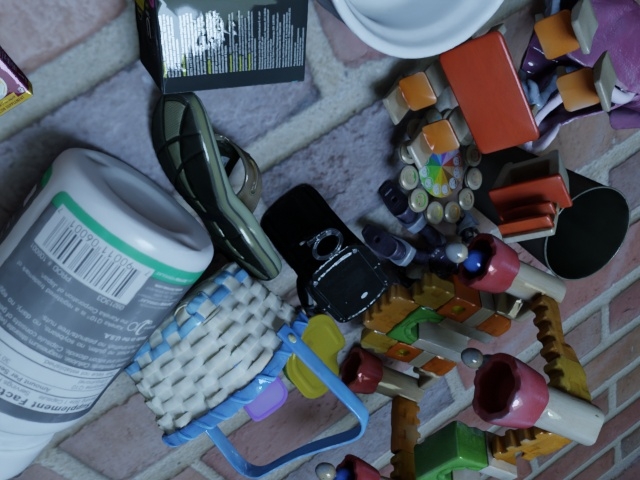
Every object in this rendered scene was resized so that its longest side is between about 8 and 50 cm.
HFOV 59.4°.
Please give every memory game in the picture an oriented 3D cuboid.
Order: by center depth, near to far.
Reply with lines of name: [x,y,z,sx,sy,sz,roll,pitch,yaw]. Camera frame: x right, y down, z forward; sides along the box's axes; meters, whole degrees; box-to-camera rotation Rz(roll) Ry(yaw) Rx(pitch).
memory game: [0.193,-0.116,0.885,0.186,0.012,0.186,-1,92,-34]

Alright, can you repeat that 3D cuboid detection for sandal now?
sandal: [-0.122,-0.070,0.734,0.086,0.120,0.303,-48,138,-24]

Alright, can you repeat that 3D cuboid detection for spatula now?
spatula: [-0.140,0.206,0.949,0.084,0.030,0.297,-33,131,-8]

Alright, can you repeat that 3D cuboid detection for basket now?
basket: [-0.104,0.191,0.770,0.254,0.201,0.289,-33,96,30]
basket: [0.355,-0.063,0.928,0.204,0.227,0.154,27,104,-40]

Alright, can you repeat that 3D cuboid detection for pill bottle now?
pill bottle: [-0.311,0.089,0.655,0.361,0.204,0.204,-49,131,7]

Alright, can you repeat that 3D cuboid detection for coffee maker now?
coffee maker: [0.000,0.000,0.794,0.120,0.178,0.171,-23,131,-16]

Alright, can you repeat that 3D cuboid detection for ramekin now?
ramekin: [0.096,-0.364,0.636,0.277,0.135,0.277,-15,127,-21]

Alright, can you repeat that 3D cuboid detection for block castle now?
block castle: [0.174,0.222,0.878,0.212,0.303,0.453,23,134,-16]

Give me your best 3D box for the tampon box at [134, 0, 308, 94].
tampon box: [-0.110,-0.233,0.612,0.160,0.120,0.102,-12,126,-24]

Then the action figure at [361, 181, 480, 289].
action figure: [0.191,0.013,0.976,0.285,0.099,0.185,31,95,-44]

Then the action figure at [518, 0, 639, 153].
action figure: [0.498,-0.251,0.841,0.369,0.276,0.248,16,141,-7]

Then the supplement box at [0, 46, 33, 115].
supplement box: [-0.342,-0.172,0.568,0.055,0.043,0.083,-34,131,-4]

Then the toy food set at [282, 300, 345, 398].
toy food set: [-0.033,0.182,0.980,0.128,0.071,0.218,-51,138,-24]

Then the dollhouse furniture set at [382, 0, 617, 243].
dollhouse furniture set: [0.241,-0.142,0.732,0.259,0.261,0.135,57,42,-23]
